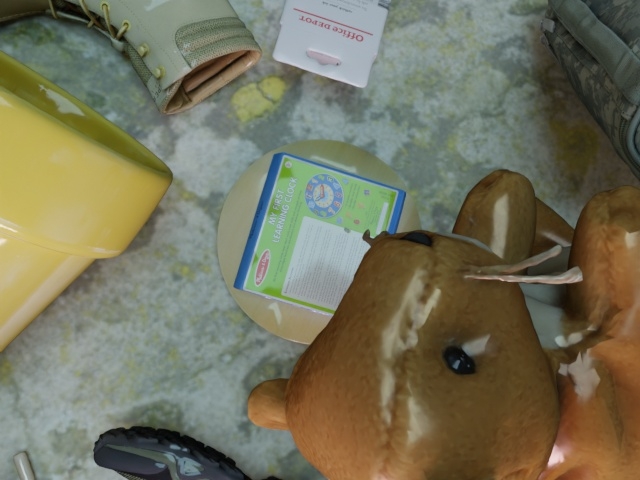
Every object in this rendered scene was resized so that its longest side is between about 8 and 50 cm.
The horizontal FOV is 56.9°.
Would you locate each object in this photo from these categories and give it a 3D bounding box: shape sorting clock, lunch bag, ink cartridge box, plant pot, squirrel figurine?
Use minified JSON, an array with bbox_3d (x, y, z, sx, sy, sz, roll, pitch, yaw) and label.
[{"bbox_3d":[0.000,0.000,0.593,0.206,0.040,0.206,1,84,-7],"label":"shape sorting clock"},{"bbox_3d":[0.360,-0.160,0.544,0.256,0.213,0.305,14,37,-6],"label":"lunch bag"},{"bbox_3d":[0.016,-0.244,0.625,0.104,0.060,0.180,16,79,-6],"label":"ink cartridge box"},{"bbox_3d":[-0.288,-0.024,0.464,0.254,0.254,0.239,34,94,-2],"label":"plant pot"},{"bbox_3d":[0.139,0.147,0.437,0.370,0.281,0.397,-5,111,-41],"label":"squirrel figurine"}]

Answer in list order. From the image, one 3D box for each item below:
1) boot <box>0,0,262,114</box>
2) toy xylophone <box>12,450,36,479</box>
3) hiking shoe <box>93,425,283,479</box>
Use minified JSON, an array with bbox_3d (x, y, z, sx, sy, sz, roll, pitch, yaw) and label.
[{"bbox_3d":[-0.209,-0.210,0.571,0.262,0.095,0.204,-26,87,-16],"label":"boot"},{"bbox_3d":[-0.328,0.306,0.474,0.236,0.081,0.323,-28,86,-12],"label":"toy xylophone"},{"bbox_3d":[-0.105,0.246,0.515,0.226,0.086,0.114,27,75,-5],"label":"hiking shoe"}]
